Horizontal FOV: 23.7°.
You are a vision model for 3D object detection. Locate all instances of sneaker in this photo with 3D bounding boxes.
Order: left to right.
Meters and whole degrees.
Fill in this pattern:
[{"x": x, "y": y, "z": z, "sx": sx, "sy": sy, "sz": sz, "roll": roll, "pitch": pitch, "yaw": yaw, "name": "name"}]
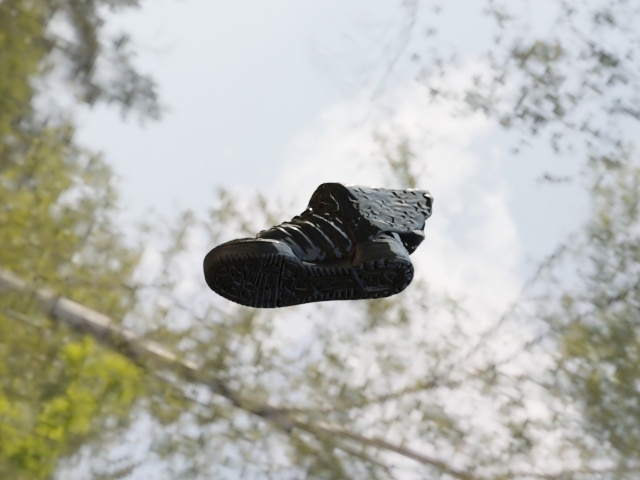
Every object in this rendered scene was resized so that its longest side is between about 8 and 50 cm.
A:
[{"x": 0.000, "y": -0.002, "z": 1.029, "sx": 0.089, "sy": 0.170, "sz": 0.051, "roll": -105, "pitch": -159, "yaw": -46, "name": "sneaker"}]
